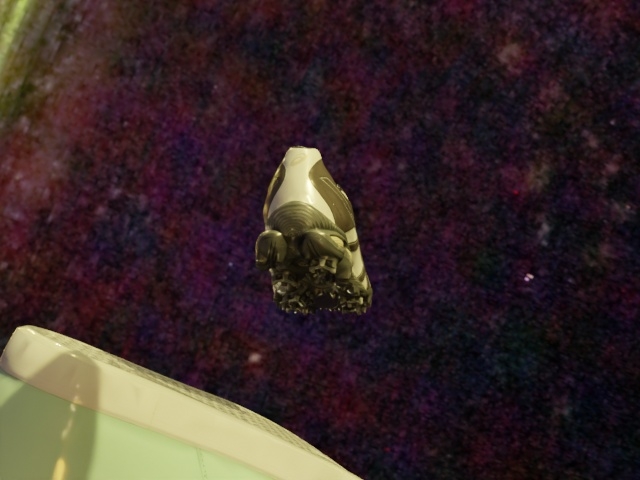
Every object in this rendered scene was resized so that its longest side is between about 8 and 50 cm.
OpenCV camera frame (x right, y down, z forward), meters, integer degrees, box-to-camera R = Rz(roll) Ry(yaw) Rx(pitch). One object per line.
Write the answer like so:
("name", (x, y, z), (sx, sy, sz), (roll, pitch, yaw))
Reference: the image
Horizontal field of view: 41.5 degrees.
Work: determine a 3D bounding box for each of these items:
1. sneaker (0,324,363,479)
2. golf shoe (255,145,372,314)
("sneaker", (-0.071, 0.157, 0.427), (0.094, 0.256, 0.151), (12, 74, 57))
("golf shoe", (0.000, 0.000, 0.615), (0.198, 0.077, 0.093), (84, -173, -71))
